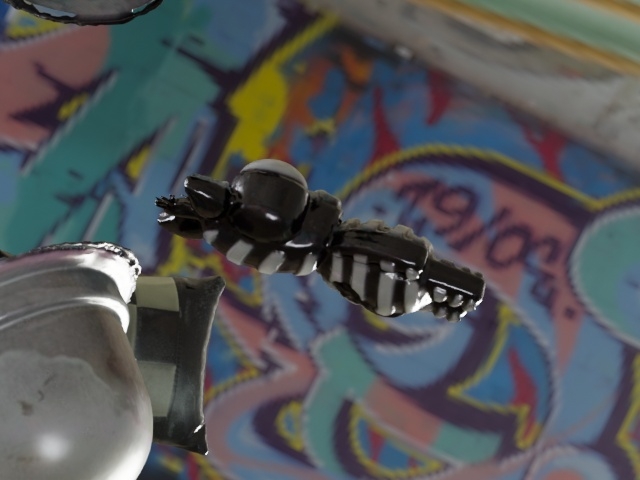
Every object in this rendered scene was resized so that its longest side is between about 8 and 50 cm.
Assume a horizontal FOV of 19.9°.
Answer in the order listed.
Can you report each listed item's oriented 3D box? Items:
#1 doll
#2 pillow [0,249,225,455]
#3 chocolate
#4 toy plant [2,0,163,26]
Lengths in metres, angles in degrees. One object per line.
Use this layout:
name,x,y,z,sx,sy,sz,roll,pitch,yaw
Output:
doll,0.000,0.000,1.180,0.219,0.067,0.091,19,162,-9
pillow,-0.219,0.112,1.798,0.250,0.186,0.106,8,179,-20
chocolate,-0.183,0.112,1.146,0.147,0.221,0.221,67,-173,17
toy plant,-0.203,-0.393,1.725,0.247,0.332,0.247,7,140,6
